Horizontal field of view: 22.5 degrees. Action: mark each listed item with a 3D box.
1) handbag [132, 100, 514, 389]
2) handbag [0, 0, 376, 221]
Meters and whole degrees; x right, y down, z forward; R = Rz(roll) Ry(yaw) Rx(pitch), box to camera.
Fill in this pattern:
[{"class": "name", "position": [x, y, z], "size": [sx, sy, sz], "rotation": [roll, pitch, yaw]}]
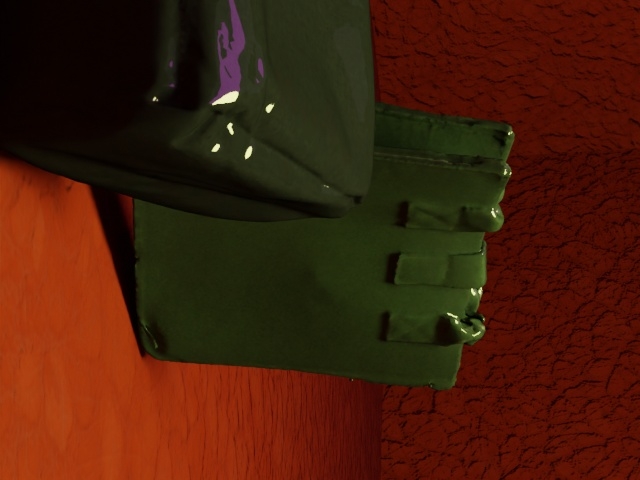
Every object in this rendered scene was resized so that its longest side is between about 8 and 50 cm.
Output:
[{"class": "handbag", "position": [-0.001, -0.002, 1.137], "size": [0.247, 0.260, 0.079], "rotation": [99, -4, -50]}, {"class": "handbag", "position": [-0.087, -0.163, 0.961], "size": [0.275, 0.178, 0.301], "rotation": [30, 55, -64]}]
